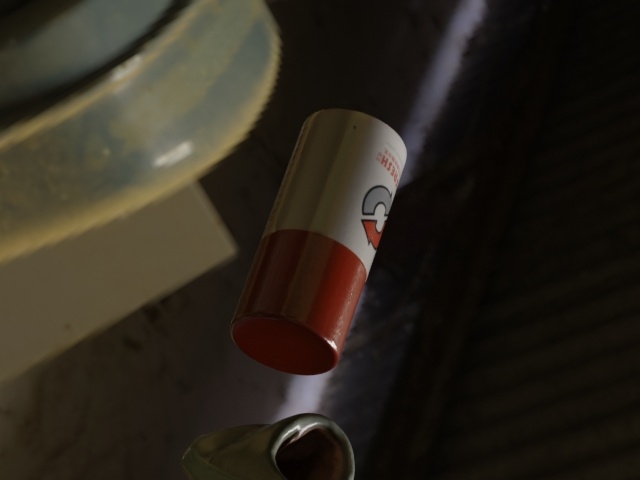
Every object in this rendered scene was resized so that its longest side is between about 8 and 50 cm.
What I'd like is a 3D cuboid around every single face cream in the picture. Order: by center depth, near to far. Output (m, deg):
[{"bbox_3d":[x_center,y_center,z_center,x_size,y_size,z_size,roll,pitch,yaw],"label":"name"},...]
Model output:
[{"bbox_3d":[0.000,0.000,1.414,0.096,0.096,0.214,-10,-131,39],"label":"face cream"}]

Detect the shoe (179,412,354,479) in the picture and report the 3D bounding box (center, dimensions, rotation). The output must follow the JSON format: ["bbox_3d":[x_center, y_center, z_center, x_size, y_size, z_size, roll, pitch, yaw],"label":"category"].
[{"bbox_3d":[-0.029,0.187,1.402,0.251,0.103,0.100,18,-95,59],"label":"shoe"}]
